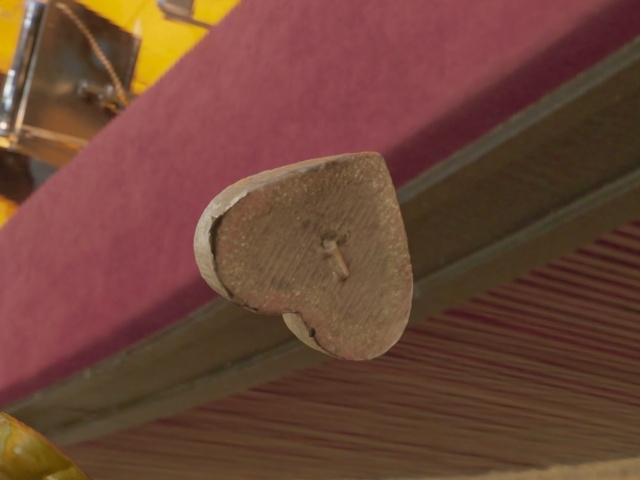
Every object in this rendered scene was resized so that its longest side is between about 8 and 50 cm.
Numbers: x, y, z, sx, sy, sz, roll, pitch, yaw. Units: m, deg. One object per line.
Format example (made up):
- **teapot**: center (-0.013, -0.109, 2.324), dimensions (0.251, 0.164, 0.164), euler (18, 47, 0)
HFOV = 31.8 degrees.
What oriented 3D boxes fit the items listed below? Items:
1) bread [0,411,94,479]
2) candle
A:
- **bread**: center (-0.126, 0.276, 0.736), dimensions (0.166, 0.383, 0.112), euler (-41, -1, 39)
- **candle**: center (0.000, 0.000, 0.920), dimensions (0.168, 0.192, 0.068), euler (-61, 24, -11)
